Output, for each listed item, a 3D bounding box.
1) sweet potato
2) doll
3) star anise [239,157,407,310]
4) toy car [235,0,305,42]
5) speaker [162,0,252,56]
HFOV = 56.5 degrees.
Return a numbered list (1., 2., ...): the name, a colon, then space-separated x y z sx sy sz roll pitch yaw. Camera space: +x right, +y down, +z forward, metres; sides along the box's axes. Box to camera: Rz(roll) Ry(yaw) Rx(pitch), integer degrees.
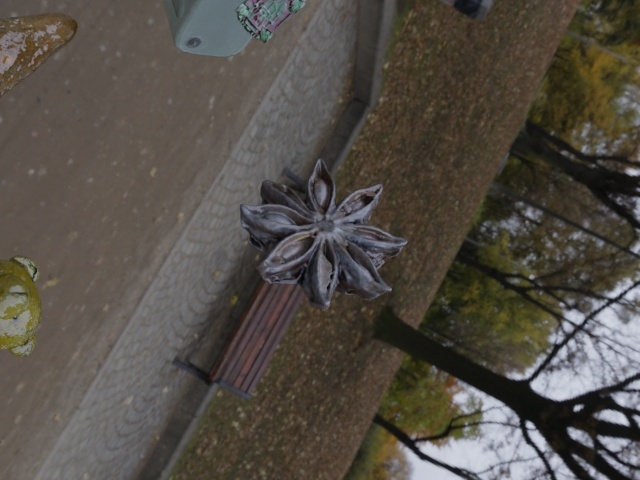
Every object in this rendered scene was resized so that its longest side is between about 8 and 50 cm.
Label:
1. sweet potato: -0.478 -0.251 0.864 0.114 0.092 0.341 51 48 -39
2. doll: -0.392 0.061 0.654 0.209 0.097 0.137 27 63 -62
3. star anise: 0.000 -0.001 0.870 0.223 0.236 0.109 -13 153 -17
4. toy car: -0.074 -0.371 0.931 0.142 0.069 0.055 -25 -154 45
5. speaker: -0.184 -0.580 1.221 0.183 0.184 0.406 -7 158 -40
